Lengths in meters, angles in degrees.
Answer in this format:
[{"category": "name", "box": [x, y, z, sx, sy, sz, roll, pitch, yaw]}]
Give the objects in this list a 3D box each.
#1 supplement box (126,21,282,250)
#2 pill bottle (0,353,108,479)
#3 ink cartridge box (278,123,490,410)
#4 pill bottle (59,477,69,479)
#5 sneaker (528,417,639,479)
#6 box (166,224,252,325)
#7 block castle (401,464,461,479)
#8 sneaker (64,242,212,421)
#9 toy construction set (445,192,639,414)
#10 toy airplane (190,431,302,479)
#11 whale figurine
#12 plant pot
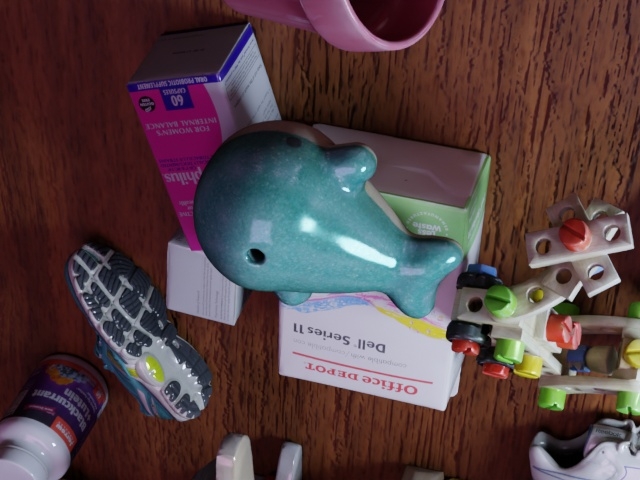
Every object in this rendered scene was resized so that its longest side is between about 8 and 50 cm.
[{"category": "supplement box", "box": [-0.109, -0.109, 1.540, 0.111, 0.114, 0.220, -4, 125, 22]}, {"category": "pill bottle", "box": [-0.361, 0.248, 1.846, 0.108, 0.193, 0.108, 10, 128, 13]}, {"category": "ink cartridge box", "box": [0.065, 0.061, 1.595, 0.207, 0.119, 0.354, 11, 128, 13]}, {"category": "pill bottle", "box": [-0.424, 0.399, 2.011, 0.272, 0.152, 0.152, 15, 129, 8]}, {"category": "sneaker", "box": [0.376, 0.269, 1.651, 0.297, 0.111, 0.129, -14, 114, 27]}, {"category": "box", "box": [-0.122, 0.024, 1.649, 0.087, 0.101, 0.102, 13, 127, 11]}, {"category": "block castle", "box": [0.173, 0.536, 1.855, 0.303, 0.213, 0.453, 19, 129, 5]}, {"category": "sneaker", "box": [-0.247, 0.126, 1.778, 0.110, 0.107, 0.275, -8, 122, 37]}, {"category": "toy construction set", "box": [0.258, 0.087, 1.472, 0.215, 0.151, 0.328, 6, 149, 27]}, {"category": "toy airplane", "box": [-0.114, 0.433, 1.783, 0.272, 0.384, 0.386, -4, 84, -3]}, {"category": "whale figurine", "box": [0.000, 0.000, 1.409, 0.272, 0.141, 0.216, 28, 127, -1]}, {"category": "plant pot", "box": [-0.001, -0.279, 1.332, 0.180, 0.201, 0.201, 6, 129, 36]}]
